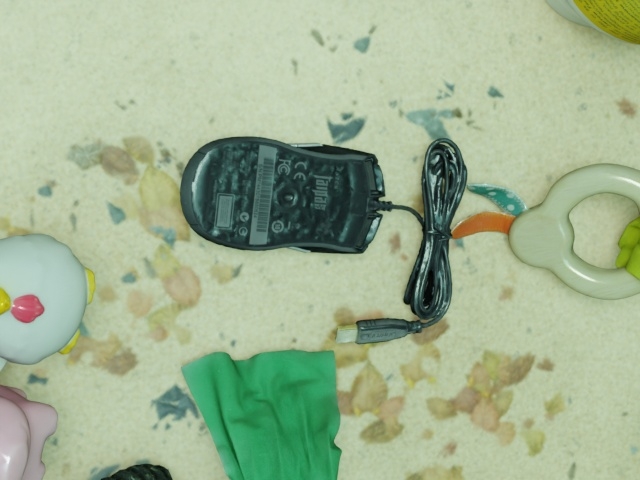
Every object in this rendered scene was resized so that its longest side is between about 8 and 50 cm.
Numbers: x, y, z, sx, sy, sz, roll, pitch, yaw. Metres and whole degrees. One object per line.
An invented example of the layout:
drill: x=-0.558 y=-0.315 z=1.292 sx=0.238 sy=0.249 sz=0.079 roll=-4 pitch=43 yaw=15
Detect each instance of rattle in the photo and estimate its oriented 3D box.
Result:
rattle: x=0.236 y=-0.028 z=1.040 sx=0.199 sy=0.143 sz=0.130 roll=2 pitch=126 yaw=24

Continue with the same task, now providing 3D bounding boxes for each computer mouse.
computer mouse: x=0.000 y=0.000 z=0.979 sx=0.262 sy=0.060 sz=0.184 roll=-1 pitch=98 yaw=-21

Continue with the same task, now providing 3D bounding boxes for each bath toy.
bath toy: x=-0.257 y=0.161 z=0.802 sx=0.129 sy=0.151 sz=0.348 roll=15 pitch=87 yaw=-47

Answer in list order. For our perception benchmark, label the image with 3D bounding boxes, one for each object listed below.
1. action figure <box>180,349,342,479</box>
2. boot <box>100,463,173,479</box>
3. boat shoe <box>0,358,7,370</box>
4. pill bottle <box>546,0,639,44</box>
action figure: x=-0.030 y=0.192 z=0.911 sx=0.137 sy=0.232 sz=0.063 roll=-8 pitch=135 yaw=-10
boot: x=-0.063 y=0.299 z=0.948 sx=0.260 sy=0.348 sz=0.131 roll=29 pitch=95 yaw=27
boat shoe: x=-0.364 y=0.141 z=0.899 sx=0.228 sy=0.080 sz=0.076 roll=-35 pitch=104 yaw=0
pill bottle: x=0.295 y=-0.250 z=0.874 sx=0.188 sy=0.334 sz=0.188 roll=-1 pitch=96 yaw=-14
